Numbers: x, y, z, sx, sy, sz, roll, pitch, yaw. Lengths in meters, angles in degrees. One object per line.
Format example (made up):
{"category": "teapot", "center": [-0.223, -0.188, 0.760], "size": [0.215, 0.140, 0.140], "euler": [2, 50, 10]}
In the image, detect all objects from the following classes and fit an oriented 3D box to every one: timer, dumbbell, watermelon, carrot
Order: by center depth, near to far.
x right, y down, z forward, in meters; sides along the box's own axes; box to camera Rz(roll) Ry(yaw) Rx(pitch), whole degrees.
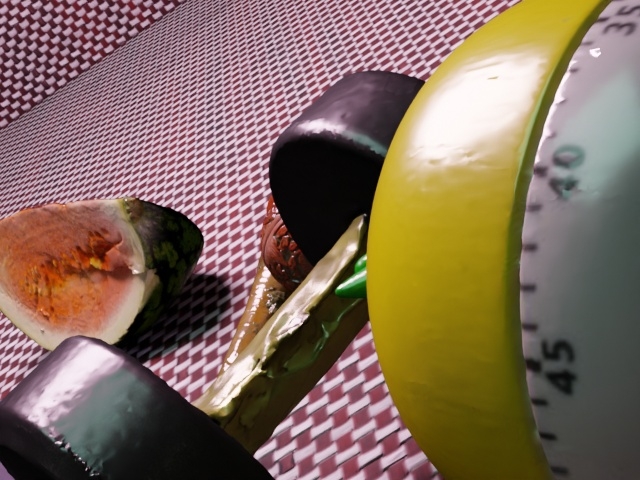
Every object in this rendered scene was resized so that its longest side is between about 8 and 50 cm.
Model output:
{"category": "timer", "center": [0.119, 0.010, 0.544], "size": [0.285, 0.285, 0.285], "euler": [-31, 23, 15]}
{"category": "dumbbell", "center": [-0.015, 0.067, 0.721], "size": [0.322, 0.203, 0.204], "euler": [-46, 24, -24]}
{"category": "carrot", "center": [-0.050, 0.062, 0.995], "size": [0.049, 0.049, 0.254], "euler": [-20, 32, 35]}
{"category": "watermelon", "center": [-0.225, 0.050, 1.173], "size": [0.303, 0.159, 0.128], "euler": [-9, 65, 45]}

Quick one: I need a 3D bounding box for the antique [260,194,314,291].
{"category": "antique", "center": [0.000, 0.000, 0.970], "size": [0.104, 0.104, 0.104], "euler": [-31, 23, 15]}

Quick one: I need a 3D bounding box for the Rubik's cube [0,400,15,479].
{"category": "Rubik's cube", "center": [-0.269, 0.212, 1.022], "size": [0.178, 0.211, 0.190], "euler": [1, 72, 26]}
